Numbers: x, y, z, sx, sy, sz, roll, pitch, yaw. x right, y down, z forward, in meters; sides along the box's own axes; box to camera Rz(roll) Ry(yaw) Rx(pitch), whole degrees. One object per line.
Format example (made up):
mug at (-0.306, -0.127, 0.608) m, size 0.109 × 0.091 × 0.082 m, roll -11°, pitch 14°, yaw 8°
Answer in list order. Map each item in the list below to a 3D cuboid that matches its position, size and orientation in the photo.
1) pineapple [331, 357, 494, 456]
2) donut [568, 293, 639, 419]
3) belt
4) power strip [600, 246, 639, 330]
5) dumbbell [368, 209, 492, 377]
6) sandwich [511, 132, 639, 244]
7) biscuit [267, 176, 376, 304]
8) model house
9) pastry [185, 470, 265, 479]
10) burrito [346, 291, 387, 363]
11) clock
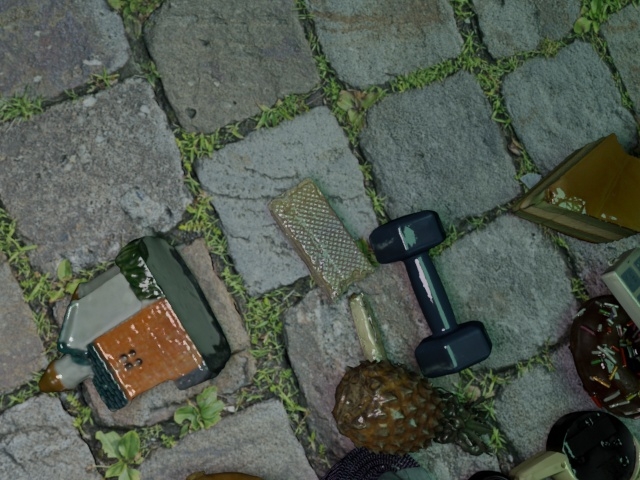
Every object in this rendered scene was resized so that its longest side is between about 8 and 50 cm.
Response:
pineapple at (0.187, 0.331, 1.328) m, size 0.361 × 0.175 × 0.174 m, roll 28°, pitch 76°, yaw -32°
donut at (0.631, 0.231, 1.469) m, size 0.270 × 0.103 × 0.269 m, roll 8°, pitch 68°, yaw -20°
belt at (0.109, 0.513, 1.254) m, size 0.260 × 0.122 × 0.324 m, roll 21°, pitch 37°, yaw -20°
power strip at (0.701, 0.180, 1.437) m, size 0.106 × 0.043 × 0.367 m, roll -36°, pitch 89°, yaw -30°
dumbbell at (0.214, 0.100, 1.396) m, size 0.144 × 0.156 × 0.316 m, roll -19°, pitch 86°, yaw -44°
sandwich at (0.543, -0.123, 1.498) m, size 0.228 × 0.155 × 0.198 m, roll 17°, pitch 77°, yaw -9°
biscuit at (0.000, 0.000, 1.406) m, size 0.108 × 0.062 × 0.238 m, roll -34°, pitch 89°, yaw -13°
model house at (-0.352, 0.172, 1.266) m, size 0.301 × 0.190 × 0.271 m, roll -30°, pitch 93°, yaw 1°
pastry at (-0.157, 0.551, 1.200) m, size 0.285 × 0.184 × 0.315 m, roll 1°, pitch 42°, yaw -21°
burrito at (0.098, 0.190, 1.413) m, size 0.045 × 0.041 × 0.185 m, roll -18°, pitch 86°, yaw 27°
clock at (0.489, 0.509, 1.417) m, size 0.379 × 0.120 × 0.276 m, roll -29°, pitch 83°, yaw -15°
